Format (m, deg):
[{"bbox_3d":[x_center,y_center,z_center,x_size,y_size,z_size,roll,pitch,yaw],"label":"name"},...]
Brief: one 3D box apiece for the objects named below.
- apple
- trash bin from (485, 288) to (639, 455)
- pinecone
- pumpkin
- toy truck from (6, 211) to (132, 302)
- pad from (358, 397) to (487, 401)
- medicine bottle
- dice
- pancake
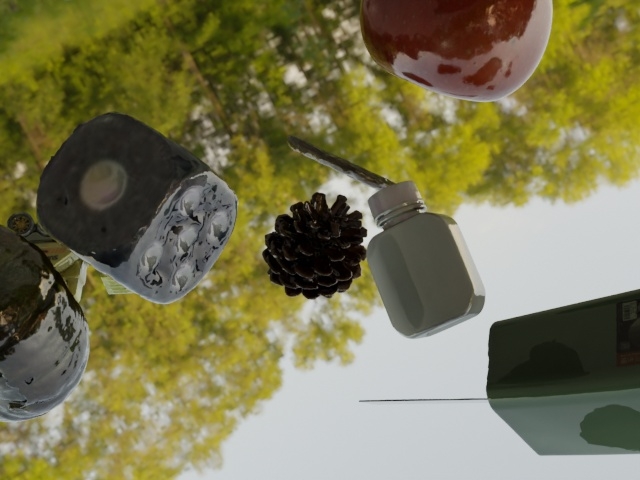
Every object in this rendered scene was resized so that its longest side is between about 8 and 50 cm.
[{"bbox_3d":[0.190,-0.308,1.374,0.260,0.260,0.217,-74,-174,-73],"label":"apple"},{"bbox_3d":[0.410,0.177,1.308,0.343,0.223,0.158,-14,-131,30],"label":"trash bin"},{"bbox_3d":[0.000,0.002,1.563,0.163,0.163,0.165,-38,166,-41],"label":"pinecone"},{"bbox_3d":[-0.348,0.086,1.017,0.238,0.238,0.159,-16,-148,40],"label":"pumpkin"},{"bbox_3d":[-0.431,0.037,1.799,0.272,0.157,0.124,-3,157,-4],"label":"toy truck"},{"bbox_3d":[0.258,0.332,2.101,0.330,0.004,0.220,-3,169,12],"label":"pad"},{"bbox_3d":[0.120,0.022,1.244,0.119,0.183,0.069,-28,167,27],"label":"medicine bottle"},{"bbox_3d":[-0.227,-0.040,1.266,0.181,0.182,0.183,-55,152,-5],"label":"dice"},{"bbox_3d":[0.057,-0.149,2.125,0.033,0.286,0.288,-66,166,3],"label":"pancake"}]
